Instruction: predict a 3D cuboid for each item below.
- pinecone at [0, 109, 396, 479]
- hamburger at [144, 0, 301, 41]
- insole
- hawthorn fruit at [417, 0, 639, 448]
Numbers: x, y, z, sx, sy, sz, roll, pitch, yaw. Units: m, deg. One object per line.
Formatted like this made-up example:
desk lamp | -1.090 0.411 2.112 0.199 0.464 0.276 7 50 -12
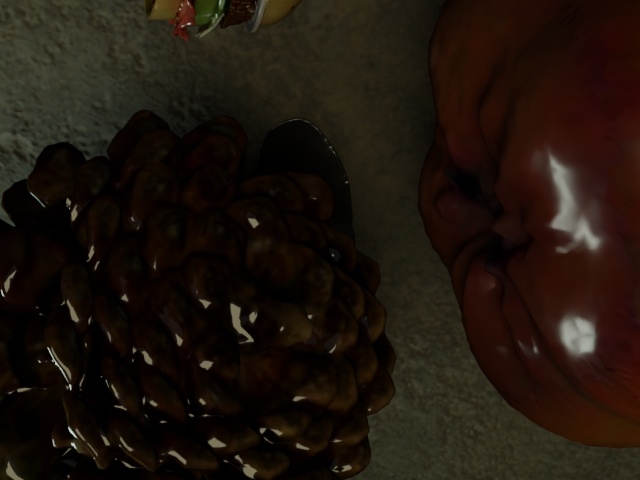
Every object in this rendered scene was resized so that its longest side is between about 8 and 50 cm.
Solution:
pinecone | -0.151 0.092 1.293 0.398 0.398 0.397 -1 115 -3
hamburger | -0.072 -0.245 1.244 0.137 0.175 0.175 6 115 -13
insole | 0.000 0.000 1.447 0.086 0.005 0.253 -16 114 5
hawthorn fruit | 0.307 -0.065 1.223 0.472 0.472 0.472 -1 115 -3
